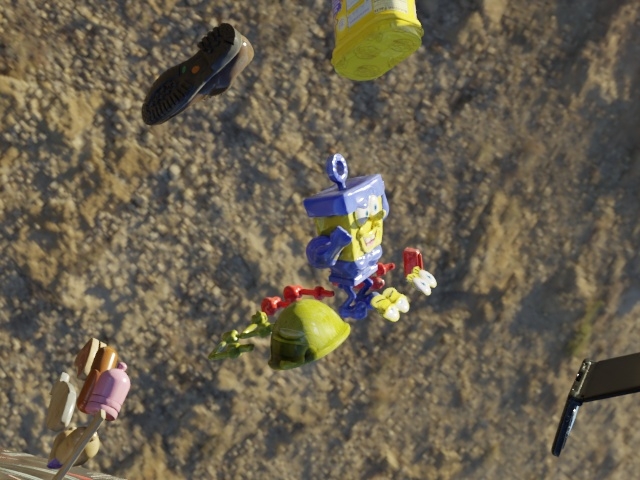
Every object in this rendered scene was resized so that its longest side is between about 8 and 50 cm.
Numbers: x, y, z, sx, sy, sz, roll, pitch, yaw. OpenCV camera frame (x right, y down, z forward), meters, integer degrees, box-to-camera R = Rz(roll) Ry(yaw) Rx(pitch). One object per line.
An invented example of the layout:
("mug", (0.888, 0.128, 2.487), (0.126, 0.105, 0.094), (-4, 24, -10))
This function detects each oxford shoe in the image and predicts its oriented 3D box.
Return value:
("oxford shoe", (-0.202, -0.258, 1.602), (0.227, 0.083, 0.096), (-34, 150, 18))

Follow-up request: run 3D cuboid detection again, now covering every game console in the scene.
("game console", (0.297, 0.170, 1.005), (0.122, 0.071, 0.107), (-27, 132, -64))

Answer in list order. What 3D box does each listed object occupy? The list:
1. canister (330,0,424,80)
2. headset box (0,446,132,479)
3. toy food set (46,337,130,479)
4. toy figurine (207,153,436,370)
("canister", (0.065, -0.308, 1.219), (0.073, 0.170, 0.126), (10, 156, -34))
("headset box", (-0.188, 0.236, 0.704), (0.218, 0.293, 0.110), (37, 64, -73))
("toy food set", (-0.143, 0.100, 0.595), (0.019, 0.122, 0.078), (31, 102, -23))
("toy figurine", (0.000, 0.000, 1.246), (0.362, 0.191, 0.217), (-29, 117, -53))
